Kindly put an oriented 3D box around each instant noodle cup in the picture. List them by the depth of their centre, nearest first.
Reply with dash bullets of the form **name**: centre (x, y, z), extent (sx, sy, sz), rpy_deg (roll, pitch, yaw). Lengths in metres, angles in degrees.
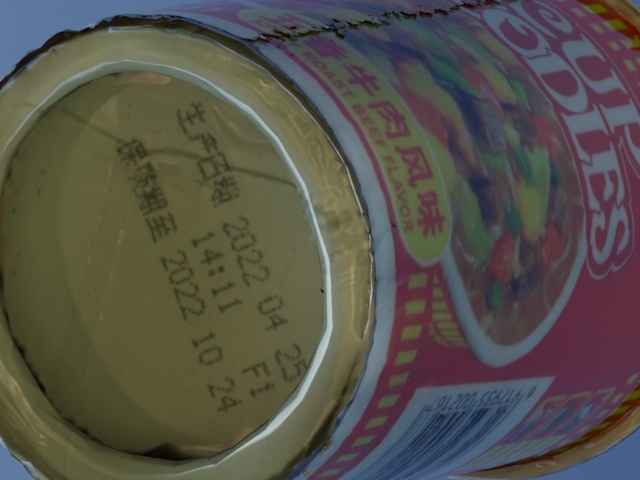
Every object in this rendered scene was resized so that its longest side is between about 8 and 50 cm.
- **instant noodle cup**: centre (0.000, 0.000, 0.583), extent (0.193, 0.212, 0.193), rpy_deg (3, -84, 27)
